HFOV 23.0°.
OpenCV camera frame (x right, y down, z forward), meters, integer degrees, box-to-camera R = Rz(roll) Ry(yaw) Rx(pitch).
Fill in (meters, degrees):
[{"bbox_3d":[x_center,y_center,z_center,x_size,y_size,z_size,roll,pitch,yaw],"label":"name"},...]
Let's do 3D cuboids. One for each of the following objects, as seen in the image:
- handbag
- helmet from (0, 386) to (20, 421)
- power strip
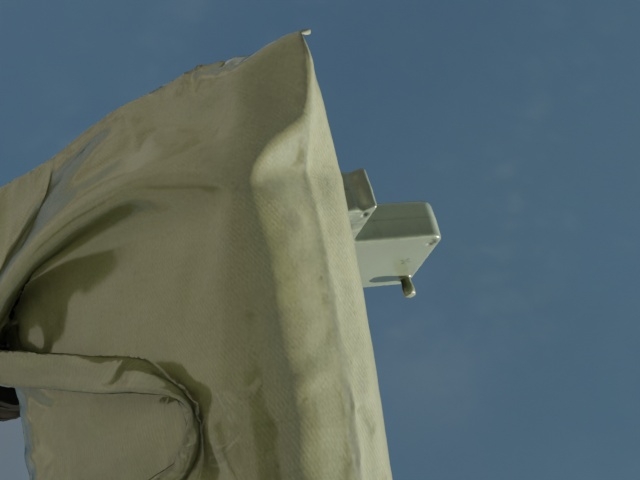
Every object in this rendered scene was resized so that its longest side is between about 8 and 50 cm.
[{"bbox_3d":[-0.074,0.082,0.778,0.253,0.109,0.315,-18,-100,41],"label":"handbag"},{"bbox_3d":[-0.234,0.101,1.224,0.065,0.049,0.084,42,-94,2],"label":"helmet"},{"bbox_3d":[0.000,0.000,1.289,0.145,0.216,0.061,121,-43,-53],"label":"power strip"}]
